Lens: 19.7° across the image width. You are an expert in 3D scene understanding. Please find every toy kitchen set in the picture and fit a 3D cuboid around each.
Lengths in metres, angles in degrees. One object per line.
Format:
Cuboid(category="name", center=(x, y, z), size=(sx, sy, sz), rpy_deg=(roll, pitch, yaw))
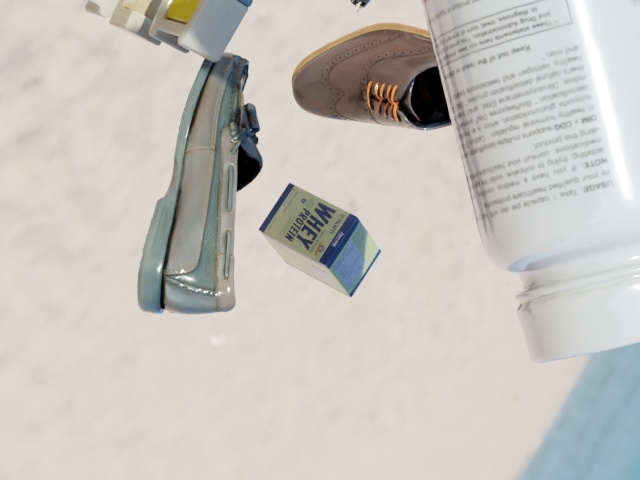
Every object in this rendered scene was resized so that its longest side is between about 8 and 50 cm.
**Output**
Cuboid(category="toy kitchen set", center=(-0.175, -0.258, 1.578), size=(0.207, 0.166, 0.122), rpy_deg=(26, 89, -33))

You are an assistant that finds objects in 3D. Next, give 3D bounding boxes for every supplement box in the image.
Cuboid(category="supplement box", center=(0.000, 0.000, 1.741), size=(0.056, 0.083, 0.083), rpy_deg=(-57, 153, -11))

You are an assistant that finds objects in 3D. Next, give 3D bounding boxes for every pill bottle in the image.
Cuboid(category="pill bottle", center=(0.172, -0.070, 1.232), size=(0.160, 0.160, 0.283), rpy_deg=(-3, 79, -74))

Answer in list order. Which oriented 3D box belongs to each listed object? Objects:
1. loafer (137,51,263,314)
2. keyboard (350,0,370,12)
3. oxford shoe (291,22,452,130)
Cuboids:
Cuboid(category="loafer", center=(-0.087, -0.047, 1.569), size=(0.096, 0.084, 0.267), rpy_deg=(92, 10, -56))
Cuboid(category="keyboard", center=(0.080, -0.369, 1.941), size=(0.317, 0.033, 0.201), rpy_deg=(-40, 132, -27))
Cuboid(category="oxford shoe", center=(0.076, -0.151, 1.751), size=(0.098, 0.271, 0.096), rpy_deg=(-40, 119, -51))
